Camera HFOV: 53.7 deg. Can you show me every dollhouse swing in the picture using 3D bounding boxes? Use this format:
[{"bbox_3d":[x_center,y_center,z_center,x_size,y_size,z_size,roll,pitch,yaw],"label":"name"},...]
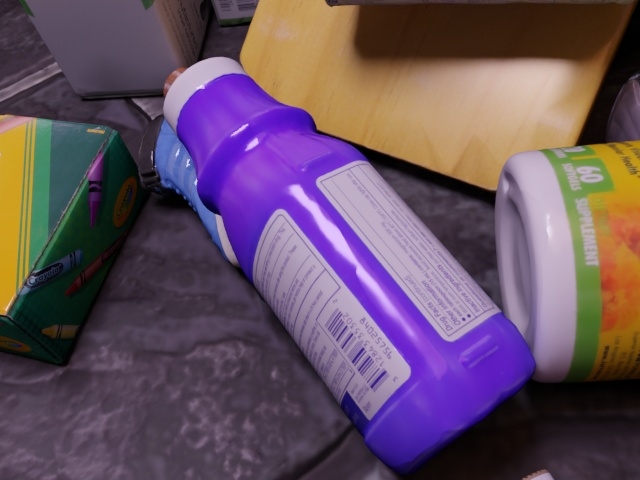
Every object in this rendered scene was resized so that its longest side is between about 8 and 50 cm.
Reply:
[{"bbox_3d":[0.147,-0.237,0.585,0.346,0.305,0.315,23,22,23],"label":"dollhouse swing"}]

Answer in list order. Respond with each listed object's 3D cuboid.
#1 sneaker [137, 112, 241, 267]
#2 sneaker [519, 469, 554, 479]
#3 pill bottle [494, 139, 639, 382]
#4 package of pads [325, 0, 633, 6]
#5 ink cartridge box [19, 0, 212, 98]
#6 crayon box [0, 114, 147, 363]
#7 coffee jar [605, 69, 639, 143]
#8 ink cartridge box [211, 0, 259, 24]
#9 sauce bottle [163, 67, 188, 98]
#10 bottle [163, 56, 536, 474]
[{"bbox_3d":[-0.098,-0.041,0.502,0.084,0.058,0.152,-23,76,24],"label":"sneaker"},{"bbox_3d":[0.091,0.178,0.330,0.118,0.042,0.067,-26,53,-11],"label":"sneaker"},{"bbox_3d":[0.235,0.006,0.361,0.245,0.136,0.136,-5,56,6],"label":"pill bottle"},{"bbox_3d":[0.121,-0.305,0.406,0.229,0.101,0.297,9,87,24],"label":"package of pads"},{"bbox_3d":[-0.183,-0.314,0.598,0.121,0.211,0.289,-1,57,10],"label":"ink cartridge box"},{"bbox_3d":[-0.300,-0.016,0.501,0.278,0.081,0.165,8,58,14],"label":"crayon box"},{"bbox_3d":[0.306,-0.102,0.445,0.184,0.096,0.079,-23,59,-5],"label":"coffee jar"},{"bbox_3d":[-0.079,-0.336,0.657,0.062,0.109,0.209,-2,57,7],"label":"ink cartridge box"},{"bbox_3d":[-0.083,-0.109,0.549,0.128,0.042,0.042,35,69,28],"label":"sauce bottle"},{"bbox_3d":[0.000,0.000,0.393,0.092,0.118,0.283,-27,65,-27],"label":"bottle"}]
